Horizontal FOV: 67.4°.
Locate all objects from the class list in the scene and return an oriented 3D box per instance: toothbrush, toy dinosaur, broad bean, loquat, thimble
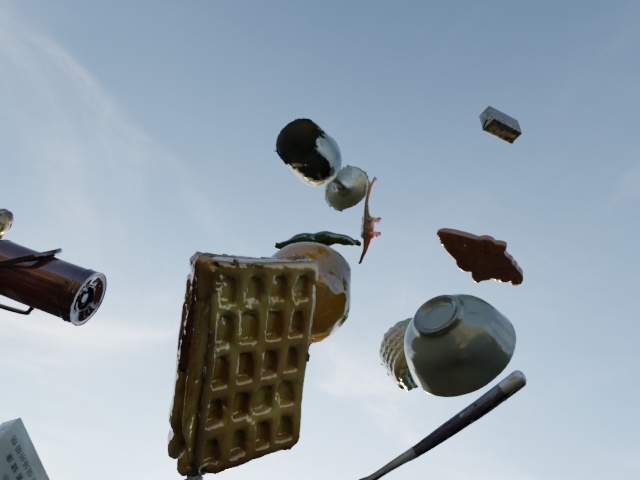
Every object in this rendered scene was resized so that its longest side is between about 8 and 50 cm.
[{"bbox_3d":[0.137,0.252,0.598,0.288,0.024,0.026,-43,-55,15],"label":"toothbrush"},{"bbox_3d":[0.156,-0.059,1.511,0.055,0.101,0.279,8,-87,28],"label":"toy dinosaur"},{"bbox_3d":[0.000,-0.001,1.429,0.298,0.043,0.060,-3,-46,-27],"label":"broad bean"},{"bbox_3d":[-0.049,0.140,1.253,0.275,0.274,0.274,8,-50,9],"label":"loquat"},{"bbox_3d":[0.303,0.372,1.564,0.219,0.150,0.218,-12,-56,-19],"label":"thimble"}]

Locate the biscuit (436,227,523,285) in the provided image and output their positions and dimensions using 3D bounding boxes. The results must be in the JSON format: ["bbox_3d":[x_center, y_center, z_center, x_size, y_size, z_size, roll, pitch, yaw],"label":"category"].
[{"bbox_3d":[0.458,0.045,1.383,0.280,0.043,0.183,33,-41,6],"label":"biscuit"}]

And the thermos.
[{"bbox_3d":[-0.487,0.063,0.793,0.232,0.099,0.124,18,-84,4],"label":"thermos"}]

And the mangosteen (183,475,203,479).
[{"bbox_3d":[-0.232,0.520,0.833,0.192,0.217,0.192,16,-12,3],"label":"mangosteen"}]

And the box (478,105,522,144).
[{"bbox_3d":[0.443,-0.284,1.181,0.098,0.062,0.045,20,-42,-17],"label":"box"}]

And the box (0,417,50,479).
[{"bbox_3d":[-0.390,0.323,0.526,0.035,0.245,0.138,-16,-80,4],"label":"box"}]

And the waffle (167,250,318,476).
[{"bbox_3d":[-0.116,0.180,0.752,0.098,0.224,0.327,11,-84,44],"label":"waffle"}]

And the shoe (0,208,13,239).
[{"bbox_3d":[-0.714,-0.025,1.031,0.109,0.069,0.072,-3,-64,0],"label":"shoe"}]

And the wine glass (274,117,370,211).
[{"bbox_3d":[0.009,-0.187,1.227,0.144,0.143,0.321,-13,-20,24],"label":"wine glass"}]

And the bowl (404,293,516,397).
[{"bbox_3d":[0.321,0.231,1.206,0.289,0.289,0.146,-24,-65,30],"label":"bowl"}]
